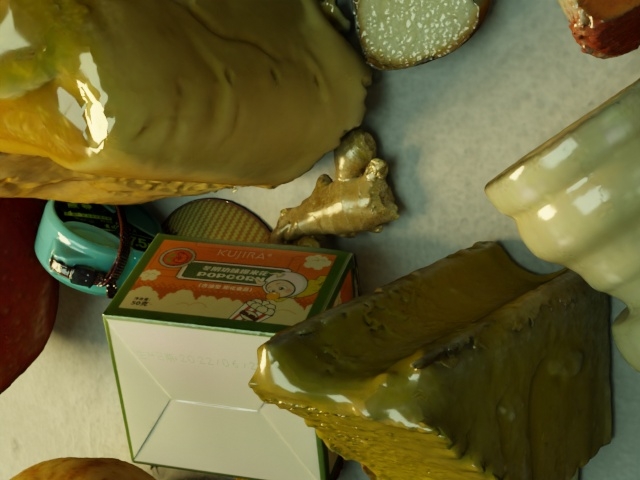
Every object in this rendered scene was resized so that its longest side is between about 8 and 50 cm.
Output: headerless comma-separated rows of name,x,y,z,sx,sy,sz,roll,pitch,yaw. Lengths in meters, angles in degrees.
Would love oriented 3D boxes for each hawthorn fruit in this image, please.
hawthorn fruit,-0.398,-0.002,1.494,0.285,0.285,0.369,37,120,21

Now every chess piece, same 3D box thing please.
chess piece,0.278,0.032,1.103,0.167,0.167,0.299,-36,90,38

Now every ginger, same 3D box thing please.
ginger,0.000,0.000,1.340,0.176,0.052,0.193,-10,102,25

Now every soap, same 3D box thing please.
soap,0.094,0.186,1.153,0.169,0.339,0.304,9,108,36

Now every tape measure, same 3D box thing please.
tape measure,-0.222,0.001,1.441,0.146,0.125,0.081,-111,37,-55

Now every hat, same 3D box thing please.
hat,-0.122,0.058,1.435,0.193,0.082,0.193,13,112,34

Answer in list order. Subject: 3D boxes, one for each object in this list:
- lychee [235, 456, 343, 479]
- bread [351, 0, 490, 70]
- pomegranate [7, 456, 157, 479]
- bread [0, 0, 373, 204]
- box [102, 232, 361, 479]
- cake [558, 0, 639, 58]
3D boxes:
lychee,-0.032,0.214,1.402,0.146,0.114,0.114,56,130,30
bread,0.086,-0.213,1.220,0.129,0.044,0.126,-9,92,41
pomegranate,-0.247,0.399,1.439,0.410,0.410,0.410,12,112,33
bread,-0.203,-0.167,1.246,0.361,0.394,0.250,-5,86,40
box,-0.072,0.106,1.307,0.195,0.148,0.177,5,124,17
cake,0.251,-0.257,1.009,0.262,0.160,0.158,-36,80,37
